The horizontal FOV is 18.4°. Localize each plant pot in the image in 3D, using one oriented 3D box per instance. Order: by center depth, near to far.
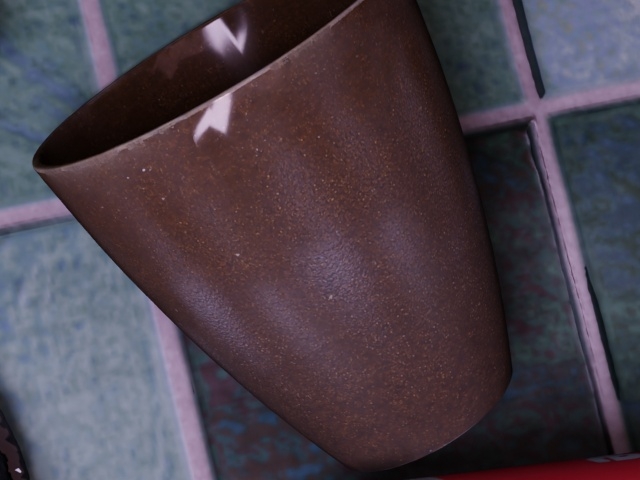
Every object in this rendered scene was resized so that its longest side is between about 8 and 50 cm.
[{"bbox_3d":[0.000,0.000,1.037,0.215,0.215,0.230,-35,107,-18],"label":"plant pot"}]

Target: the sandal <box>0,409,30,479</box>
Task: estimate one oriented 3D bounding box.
[{"bbox_3d":[-0.200,0.162,0.988,0.167,0.107,0.446,-36,94,-18],"label":"sandal"}]

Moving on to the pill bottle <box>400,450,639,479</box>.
[{"bbox_3d":[0.211,0.220,1.036,0.407,0.229,0.229,-4,83,-17],"label":"pill bottle"}]
